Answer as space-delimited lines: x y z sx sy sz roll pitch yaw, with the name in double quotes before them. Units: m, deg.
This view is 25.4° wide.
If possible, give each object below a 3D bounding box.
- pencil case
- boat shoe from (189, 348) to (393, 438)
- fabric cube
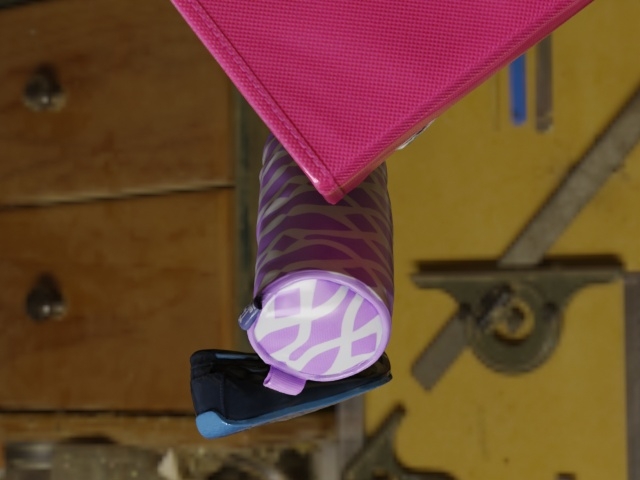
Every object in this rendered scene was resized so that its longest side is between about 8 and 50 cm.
"pencil case" 0.000 0.000 0.858 0.086 0.088 0.206 19 -145 -10
"boat shoe" -0.018 0.116 1.324 0.109 0.089 0.258 -23 171 31
"fabric cube" 0.028 -0.195 0.669 0.258 0.259 0.254 -37 -179 1
